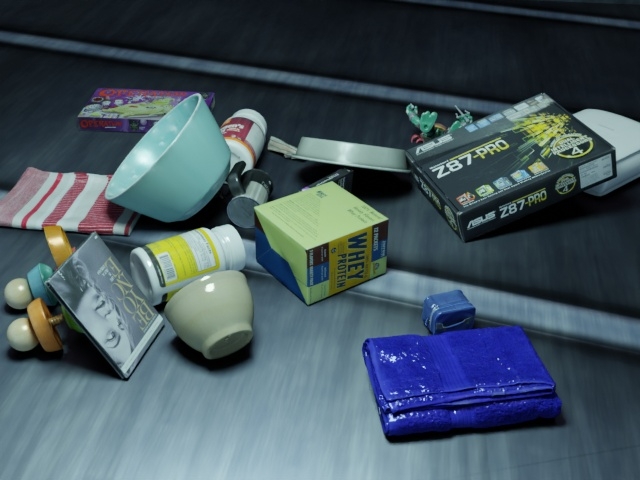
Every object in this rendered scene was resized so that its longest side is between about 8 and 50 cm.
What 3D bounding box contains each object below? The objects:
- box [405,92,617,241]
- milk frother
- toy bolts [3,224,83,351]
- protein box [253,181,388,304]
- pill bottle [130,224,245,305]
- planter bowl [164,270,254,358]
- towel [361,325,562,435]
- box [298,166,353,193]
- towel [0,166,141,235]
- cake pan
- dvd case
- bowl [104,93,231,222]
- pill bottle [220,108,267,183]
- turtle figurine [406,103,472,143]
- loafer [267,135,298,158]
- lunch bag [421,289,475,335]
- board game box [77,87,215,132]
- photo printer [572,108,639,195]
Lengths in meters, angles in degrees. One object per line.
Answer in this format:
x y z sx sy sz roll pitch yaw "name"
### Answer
0.439 -0.180 1.998 0.395 0.097 0.318 -23 35 -4 "box"
-0.196 -0.098 1.956 0.143 0.129 0.135 -35 21 26 "milk frother"
-0.523 0.083 1.575 0.158 0.218 0.228 -21 18 -11 "toy bolts"
0.000 0.000 1.754 0.201 0.136 0.200 -21 38 -29 "protein box"
-0.262 0.044 1.694 0.208 0.119 0.119 -19 38 -29 "pill bottle"
-0.185 0.144 1.527 0.162 0.162 0.109 -18 64 -27 "planter bowl"
0.237 0.227 1.464 0.308 0.076 0.227 -4 34 -8 "towel"
0.010 -0.087 1.909 0.029 0.116 0.162 29 42 30 "box"
-0.573 -0.093 1.975 0.329 0.037 0.237 4 34 4 "towel"
0.076 -0.209 2.046 0.293 0.054 0.293 7 6 -1 "cake pan"
-0.377 0.114 1.513 0.018 0.221 0.164 -22 22 28 "dvd case"
-0.320 -0.160 1.904 0.311 0.163 0.311 -37 25 20 "bowl"
-0.207 -0.243 2.140 0.121 0.121 0.221 6 33 7 "pill bottle"
0.311 -0.298 2.228 0.175 0.118 0.234 4 9 3 "turtle figurine"
-0.088 -0.233 2.215 0.125 0.039 0.045 30 9 33 "loafer"
0.241 0.141 1.604 0.098 0.067 0.065 -12 34 -18 "lunch bag"
-0.486 -0.367 2.398 0.347 0.056 0.208 2 28 2 "board game box"
0.715 -0.238 2.174 0.307 0.107 0.256 -23 40 -32 "photo printer"
